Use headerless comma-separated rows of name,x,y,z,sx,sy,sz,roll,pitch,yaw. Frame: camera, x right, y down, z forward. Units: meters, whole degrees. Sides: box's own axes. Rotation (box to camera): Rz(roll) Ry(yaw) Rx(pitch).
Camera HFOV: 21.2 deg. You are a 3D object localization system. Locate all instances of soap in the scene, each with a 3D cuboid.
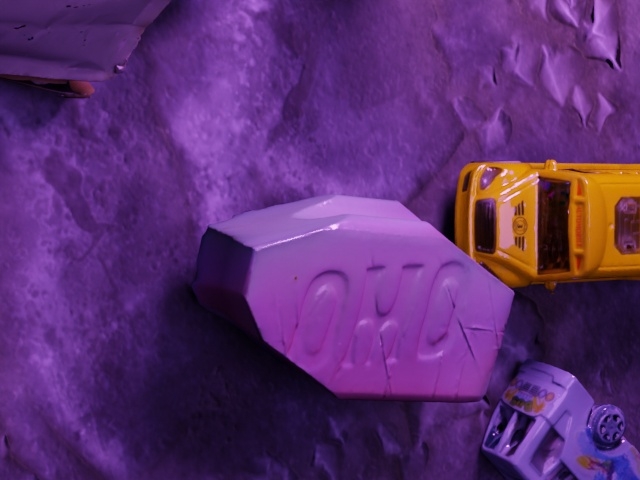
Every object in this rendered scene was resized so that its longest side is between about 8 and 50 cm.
soap,0.034,0.057,1.717,0.324,0.109,0.193,6,104,-33

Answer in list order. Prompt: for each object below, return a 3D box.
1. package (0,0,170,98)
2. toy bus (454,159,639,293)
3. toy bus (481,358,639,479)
package,-0.314,-0.230,1.500,0.311,0.221,0.165,2,130,-35
toy bus,0.307,-0.018,1.896,0.330,0.152,0.144,-2,93,-34
toy bus,0.316,0.283,1.944,0.136,0.109,0.330,-47,115,-11
